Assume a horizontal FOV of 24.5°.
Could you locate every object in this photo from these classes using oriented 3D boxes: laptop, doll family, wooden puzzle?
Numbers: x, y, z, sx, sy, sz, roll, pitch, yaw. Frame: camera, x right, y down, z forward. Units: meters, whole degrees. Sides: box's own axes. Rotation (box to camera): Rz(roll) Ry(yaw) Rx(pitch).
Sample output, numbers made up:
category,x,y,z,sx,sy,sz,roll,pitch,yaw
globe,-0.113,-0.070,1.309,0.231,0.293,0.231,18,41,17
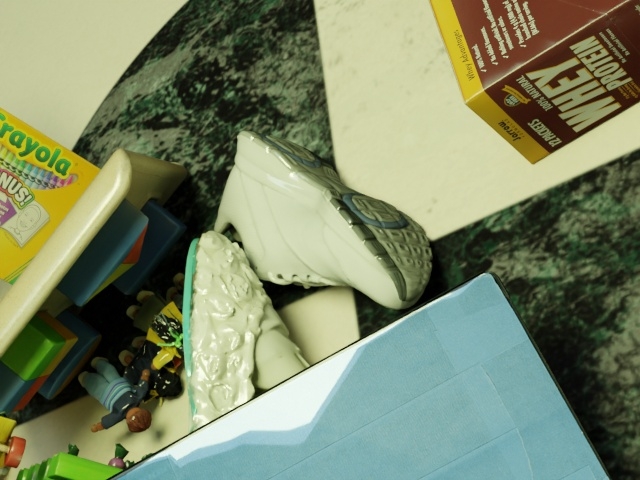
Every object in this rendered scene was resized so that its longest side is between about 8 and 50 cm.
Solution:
category,x,y,z,sx,sy,sz,roll,pitch,yaw
laptop,0.052,0.281,1.075,0.382,0.236,0.408,-30,22,7
doll family,-0.168,0.121,1.519,0.111,0.076,0.193,38,97,39
wooden puzzle,-0.248,0.057,1.509,0.080,0.348,0.322,38,94,0

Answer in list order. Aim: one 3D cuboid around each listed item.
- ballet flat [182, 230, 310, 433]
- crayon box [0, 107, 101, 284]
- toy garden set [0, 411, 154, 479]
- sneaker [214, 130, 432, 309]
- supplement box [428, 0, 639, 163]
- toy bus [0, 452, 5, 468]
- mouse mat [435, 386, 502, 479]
category,x,y,z,sx,sy,sz,roll,pitch,yaw
ballet flat,-0.063,0.186,1.380,0.147,0.147,0.408,-15,61,32
crayon box,-0.371,-0.060,1.630,0.081,0.278,0.165,24,83,46
toy garden set,-0.257,0.205,1.378,0.244,0.204,0.049,149,137,-66
sneaker,0.000,0.000,1.445,0.297,0.111,0.129,38,108,48
supplement box,0.219,-0.214,1.350,0.194,0.129,0.191,-31,51,22
toy bus,-0.467,0.117,1.597,0.130,0.108,0.332,-15,98,28
mouse mat,0.065,0.170,1.256,0.189,0.007,0.152,-55,32,-1
